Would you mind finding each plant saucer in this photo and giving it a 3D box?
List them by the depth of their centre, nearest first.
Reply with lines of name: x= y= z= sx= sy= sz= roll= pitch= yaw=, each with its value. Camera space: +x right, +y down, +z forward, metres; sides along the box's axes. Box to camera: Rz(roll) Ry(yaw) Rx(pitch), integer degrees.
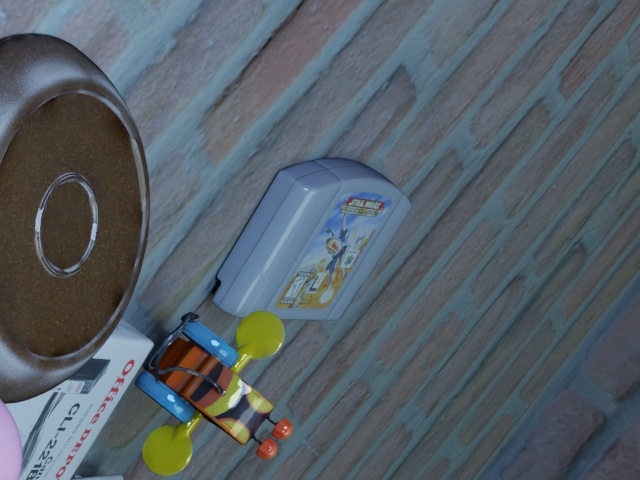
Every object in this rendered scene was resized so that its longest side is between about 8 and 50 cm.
plant saucer: x=-0.226 y=-0.015 z=1.597 sx=0.310 sy=0.050 sz=0.310 roll=-24 pitch=117 yaw=-58

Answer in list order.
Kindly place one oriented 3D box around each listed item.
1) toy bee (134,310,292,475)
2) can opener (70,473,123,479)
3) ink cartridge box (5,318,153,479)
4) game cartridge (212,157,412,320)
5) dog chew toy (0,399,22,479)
toy bee: x=-0.112 y=0.170 z=1.991 sx=0.195 sy=0.162 sz=0.298 roll=-50 pitch=-179 yaw=14
can opener: x=-0.288 y=0.293 z=2.048 sx=0.074 sy=0.093 sz=0.280 roll=-58 pitch=152 yaw=13
ink cartridge box: x=-0.300 y=0.135 z=1.754 sx=0.197 sy=0.114 sz=0.273 roll=-58 pitch=158 yaw=7
game cartridge: x=0.000 y=0.000 z=2.227 sx=0.198 sy=0.062 sz=0.297 roll=-55 pitch=158 yaw=14
dog chew toy: x=-0.340 y=0.098 z=1.341 sx=0.206 sy=0.332 sz=0.206 roll=-43 pitch=156 yaw=-25
